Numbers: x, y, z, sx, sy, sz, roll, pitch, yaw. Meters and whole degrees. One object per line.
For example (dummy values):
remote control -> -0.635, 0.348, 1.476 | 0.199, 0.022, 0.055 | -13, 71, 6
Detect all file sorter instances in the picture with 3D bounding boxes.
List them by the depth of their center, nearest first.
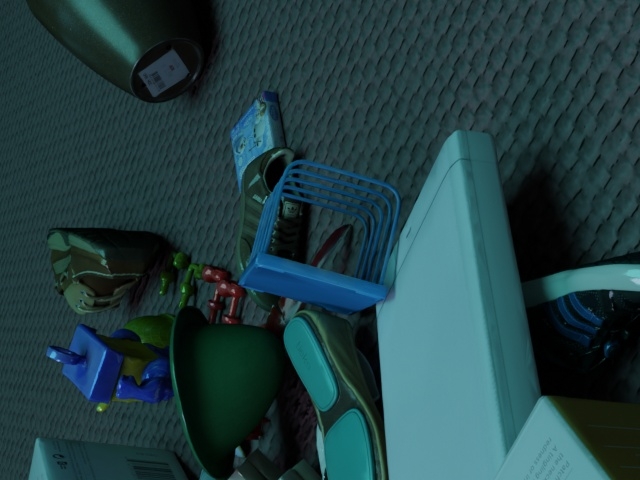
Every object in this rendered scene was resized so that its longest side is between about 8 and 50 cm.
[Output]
file sorter -> 0.000, 0.000, 1.160 | 0.170, 0.118, 0.105 | 135, 150, -77

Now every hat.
hat -> -0.039, 0.126, 1.252 | 0.173, 0.183, 0.209 | -73, -32, -68

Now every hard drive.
hard drive -> 0.102, 0.120, 0.971 | 0.233, 0.047, 0.353 | 112, 161, -48

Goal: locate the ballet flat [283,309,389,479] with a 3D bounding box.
ballet flat -> 0.035, 0.163, 1.164 | 0.080, 0.073, 0.232 | -47, 51, 39

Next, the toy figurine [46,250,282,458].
toy figurine -> -0.224, 0.115, 1.470 | 0.362, 0.217, 0.191 | 28, 107, 58

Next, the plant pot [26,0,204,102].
plant pot -> -0.255, -0.296, 1.664 | 0.230, 0.215, 0.215 | 54, 130, 32

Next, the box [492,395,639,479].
box -> 0.242, 0.257, 0.641 | 0.168, 0.215, 0.345 | -65, 35, 25

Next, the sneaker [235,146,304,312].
sneaker -> -0.052, -0.016, 1.356 | 0.071, 0.066, 0.188 | -39, 51, 48

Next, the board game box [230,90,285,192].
board game box -> -0.074, -0.115, 1.464 | 0.090, 0.020, 0.090 | -45, 48, 46

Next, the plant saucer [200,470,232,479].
plant saucer -> -0.116, 0.285, 1.322 | 0.119, 0.021, 0.119 | 5, -90, -83

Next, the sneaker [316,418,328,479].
sneaker -> 0.017, 0.213, 1.222 | 0.044, 0.040, 0.109 | 123, 148, -63

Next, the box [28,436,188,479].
box -> -0.254, 0.327, 1.481 | 0.181, 0.181, 0.119 | -149, 69, -69

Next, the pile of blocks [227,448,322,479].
pile of blocks -> -0.038, 0.346, 1.164 | 0.113, 0.149, 0.362 | -54, 40, 40

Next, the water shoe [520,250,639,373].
water shoe -> 0.208, 0.055, 0.912 | 0.203, 0.073, 0.080 | -21, 83, 64

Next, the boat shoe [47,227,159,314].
boat shoe -> -0.306, 0.044, 1.741 | 0.324, 0.122, 0.120 | -174, 86, -68

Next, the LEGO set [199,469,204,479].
LEGO set -> -0.119, 0.381, 1.389 | 0.244, 0.060, 0.182 | 51, 130, 51
